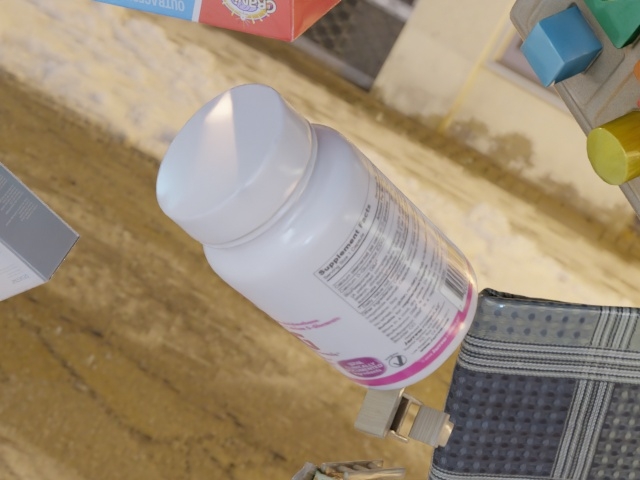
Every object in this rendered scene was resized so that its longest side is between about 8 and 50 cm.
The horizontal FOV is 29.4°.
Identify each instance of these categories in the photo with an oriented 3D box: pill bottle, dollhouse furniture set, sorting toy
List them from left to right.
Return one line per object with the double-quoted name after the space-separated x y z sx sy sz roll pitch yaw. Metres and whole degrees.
0.000 0.000 1.061 0.283 0.160 0.160 42 6 -37 "pill bottle"
0.082 0.210 1.079 0.182 0.161 0.101 12 -16 44 "dollhouse furniture set"
0.174 -0.099 0.699 0.348 0.047 0.196 60 -17 15 "sorting toy"

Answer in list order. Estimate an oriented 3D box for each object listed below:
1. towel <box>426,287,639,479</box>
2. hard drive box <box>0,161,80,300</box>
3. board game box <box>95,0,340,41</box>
0.284 0.193 1.285 0.324 0.312 0.056 6 27 -7 "towel"
-0.467 -0.031 1.620 0.232 0.181 0.089 47 51 -23 "hard drive box"
-0.059 -0.289 1.101 0.242 0.064 0.316 16 38 22 "board game box"
